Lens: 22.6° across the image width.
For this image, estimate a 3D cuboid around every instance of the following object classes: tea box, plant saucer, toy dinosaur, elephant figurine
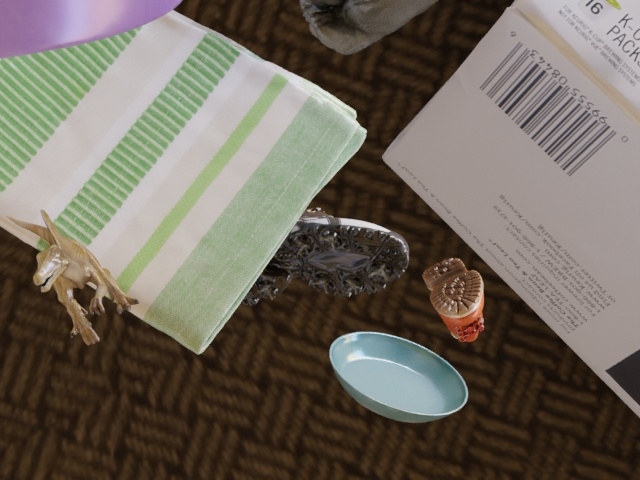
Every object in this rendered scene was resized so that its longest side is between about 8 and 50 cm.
[{"bbox_3d":[0.282,-0.068,0.964,0.329,0.220,0.323,45,63,3],"label":"tea box"},{"bbox_3d":[0.061,0.116,1.309,0.119,0.119,0.021,15,115,-8],"label":"plant saucer"},{"bbox_3d":[-0.172,0.017,1.108,0.053,0.183,0.093,-31,106,-7],"label":"toy dinosaur"},{"bbox_3d":[0.000,-0.273,1.362,0.186,0.239,0.169,-36,55,10],"label":"elephant figurine"}]

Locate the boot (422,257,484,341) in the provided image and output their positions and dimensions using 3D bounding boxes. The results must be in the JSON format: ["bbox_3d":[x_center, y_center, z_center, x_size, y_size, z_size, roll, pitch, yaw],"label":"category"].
[{"bbox_3d":[0.156,0.076,1.736,0.059,0.158,0.085,-23,102,3],"label":"boot"}]

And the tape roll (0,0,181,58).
[{"bbox_3d":[-0.136,-0.117,0.507,0.189,0.189,0.080,-2,113,-8],"label":"tape roll"}]

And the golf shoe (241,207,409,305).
[{"bbox_3d":[0.000,0.000,1.415,0.094,0.198,0.077,-52,127,-44],"label":"golf shoe"}]

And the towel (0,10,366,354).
[{"bbox_3d":[-0.159,-0.085,1.281,0.325,0.038,0.248,31,66,13],"label":"towel"}]
